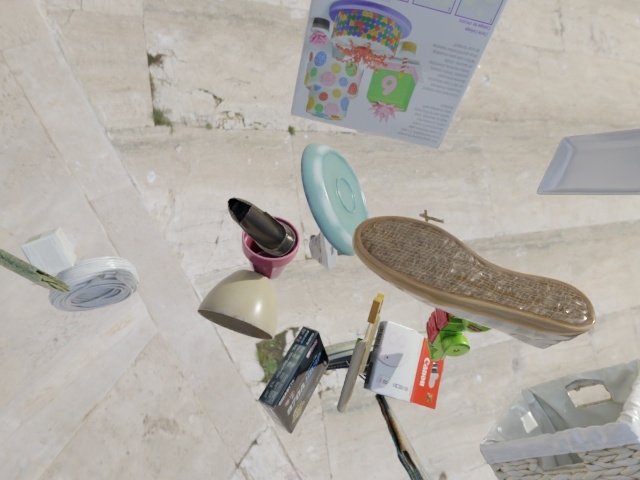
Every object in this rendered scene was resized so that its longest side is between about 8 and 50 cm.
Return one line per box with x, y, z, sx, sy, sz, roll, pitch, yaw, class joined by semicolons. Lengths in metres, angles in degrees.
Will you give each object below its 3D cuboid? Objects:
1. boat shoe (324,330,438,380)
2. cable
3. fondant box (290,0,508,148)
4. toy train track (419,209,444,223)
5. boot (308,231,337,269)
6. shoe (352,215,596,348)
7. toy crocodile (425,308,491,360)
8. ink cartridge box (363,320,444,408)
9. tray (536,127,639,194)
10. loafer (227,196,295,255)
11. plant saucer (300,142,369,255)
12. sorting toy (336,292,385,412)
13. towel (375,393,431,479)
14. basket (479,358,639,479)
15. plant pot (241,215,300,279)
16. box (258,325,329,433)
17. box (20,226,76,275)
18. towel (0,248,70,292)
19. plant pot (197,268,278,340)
0.179;0.404;1.366;0.500;0.187;0.156;-7;81;-2;boat shoe
-0.717;0.144;1.301;0.257;0.257;0.089;-21;72;-5;cable
0.107;-0.309;0.548;0.238;0.330;0.096;11;41;-6;fondant box
0.319;-0.065;1.164;0.014;0.083;0.048;-31;125;-28;toy train track
0.000;0.000;1.681;0.095;0.123;0.258;-36;139;-37;boot
0.128;0.043;0.375;0.219;0.058;0.077;22;54;5;shoe
0.304;0.175;0.936;0.105;0.341;0.115;6;51;-5;toy crocodile
0.248;0.344;1.120;0.232;0.066;0.189;20;73;-10;ink cartridge box
0.530;-0.128;0.697;0.030;0.270;0.145;41;74;-30;tray
-0.152;-0.036;0.966;0.080;0.220;0.078;-57;148;-3;loafer
0.054;-0.116;1.087;0.317;0.043;0.318;41;38;-44;plant saucer
0.112;0.275;1.101;0.041;0.229;0.307;18;104;14;sorting toy
0.258;0.621;1.094;0.040;0.271;0.370;-28;100;0;towel
0.595;0.468;0.886;0.331;0.328;0.266;-12;70;-46;basket
-0.184;0.040;1.476;0.201;0.180;0.201;6;52;-8;plant pot
-0.060;0.360;1.059;0.220;0.051;0.175;-56;148;-33;box
-0.717;0.032;1.087;0.087;0.101;0.102;-24;111;-20;box
-0.547;0.053;0.754;0.148;0.110;0.027;25;68;8;towel
-0.268;0.216;1.464;0.284;0.284;0.191;28;64;-18;plant pot
